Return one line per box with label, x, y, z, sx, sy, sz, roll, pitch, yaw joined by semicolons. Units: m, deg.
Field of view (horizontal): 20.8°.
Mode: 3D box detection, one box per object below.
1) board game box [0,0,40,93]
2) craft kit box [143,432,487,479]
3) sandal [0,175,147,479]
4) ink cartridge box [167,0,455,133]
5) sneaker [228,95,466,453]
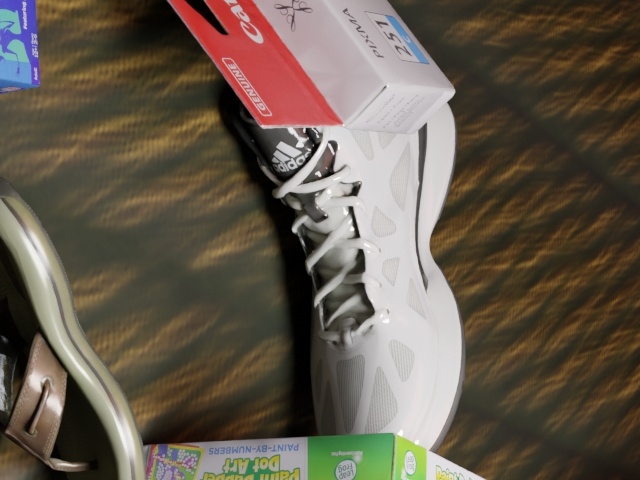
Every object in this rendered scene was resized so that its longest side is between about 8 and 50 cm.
board game box;-0.292;-0.197;1.264;0.210;0.047;0.160;2;83;-58
craft kit box;0.013;0.222;1.492;0.246;0.250;0.061;30;60;-54
sandal;-0.217;0.094;1.296;0.086;0.120;0.303;-31;111;-27
ink cartridge box;-0.041;-0.223;1.523;0.296;0.066;0.261;54;26;17
sneaker;-0.001;0.000;1.635;0.257;0.169;0.447;32;49;-42
